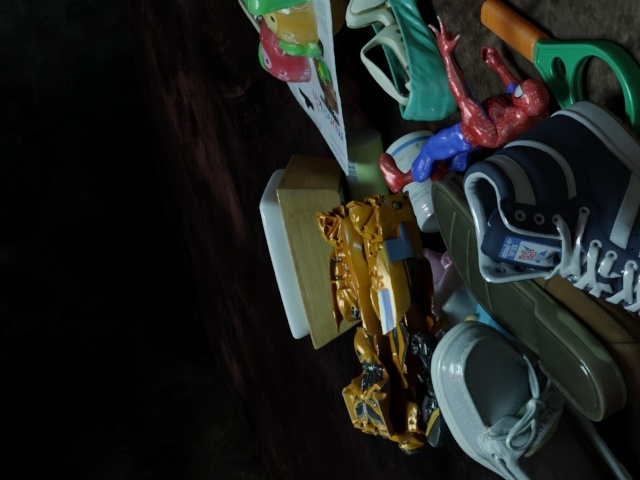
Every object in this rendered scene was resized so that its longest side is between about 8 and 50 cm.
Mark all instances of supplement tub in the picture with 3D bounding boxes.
[{"bbox_3d":[0.127,-0.071,1.136,0.071,0.071,0.107,104,144,-61],"label":"supplement tub"}]

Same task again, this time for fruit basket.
[{"bbox_3d":[-0.049,-0.306,1.265,0.327,0.165,0.353,-119,19,-46],"label":"fruit basket"}]

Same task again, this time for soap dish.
[{"bbox_3d":[0.000,0.000,1.402,0.291,0.118,0.229,-77,-26,-75],"label":"soap dish"}]

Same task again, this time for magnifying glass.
[{"bbox_3d":[0.213,-0.159,0.852,0.231,0.026,0.092,-128,25,-45],"label":"magnifying glass"}]

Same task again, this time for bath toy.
[{"bbox_3d":[0.151,0.084,1.148,0.151,0.129,0.348,-63,23,-3],"label":"bath toy"}]

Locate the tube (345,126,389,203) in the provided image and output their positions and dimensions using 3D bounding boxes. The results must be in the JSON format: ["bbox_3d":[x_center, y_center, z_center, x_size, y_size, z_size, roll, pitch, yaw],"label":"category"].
[{"bbox_3d":[0.076,-0.044,1.370,0.062,0.070,0.240,7,125,29],"label":"tube"}]

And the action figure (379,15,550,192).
[{"bbox_3d":[0.136,-0.139,0.954,0.280,0.091,0.139,-17,90,69],"label":"action figure"}]

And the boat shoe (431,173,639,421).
[{"bbox_3d":[0.217,0.036,0.908,0.307,0.104,0.111,56,166,39],"label":"boat shoe"}]

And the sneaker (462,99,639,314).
[{"bbox_3d":[0.226,0.018,0.728,0.282,0.153,0.099,53,157,30],"label":"sneaker"}]

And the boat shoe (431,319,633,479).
[{"bbox_3d":[0.230,0.208,0.936,0.320,0.118,0.103,55,154,-12],"label":"boat shoe"}]

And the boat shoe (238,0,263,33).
[{"bbox_3d":[-0.089,-0.366,1.552,0.072,0.068,0.190,85,163,-72],"label":"boat shoe"}]

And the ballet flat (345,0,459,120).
[{"bbox_3d":[0.079,-0.243,1.084,0.083,0.087,0.247,114,136,-67],"label":"ballet flat"}]

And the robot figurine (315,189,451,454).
[{"bbox_3d":[0.070,0.098,1.070,0.211,0.085,0.291,165,97,-70],"label":"robot figurine"}]
